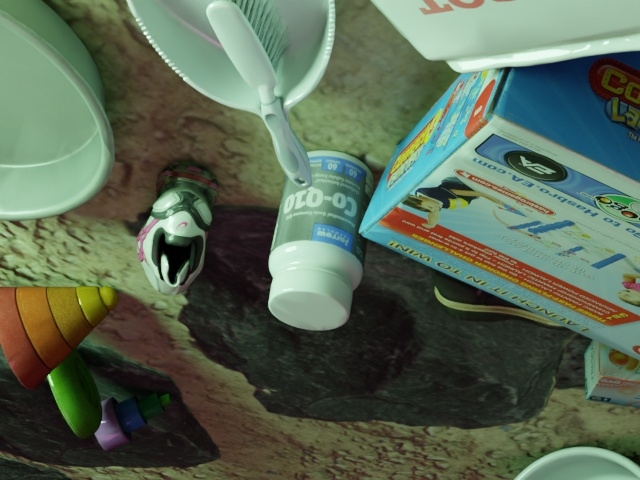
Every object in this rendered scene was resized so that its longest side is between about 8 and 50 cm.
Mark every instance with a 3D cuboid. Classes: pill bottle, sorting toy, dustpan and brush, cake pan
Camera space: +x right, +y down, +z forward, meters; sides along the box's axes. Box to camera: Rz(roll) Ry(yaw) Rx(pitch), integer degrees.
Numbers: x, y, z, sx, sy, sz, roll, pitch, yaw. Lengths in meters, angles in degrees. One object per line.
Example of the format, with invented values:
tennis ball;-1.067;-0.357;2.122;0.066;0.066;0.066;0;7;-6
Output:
pill bottle;0.000;0.000;0.766;0.078;0.137;0.078;6;146;4
sorting toy;-0.262;0.148;1.116;0.126;0.127;0.365;-23;147;-5
dustpan and brush;-0.041;-0.121;0.664;0.147;0.060;0.211;-5;144;20
cake pan;-0.303;-0.120;0.737;0.293;0.054;0.293;6;146;4

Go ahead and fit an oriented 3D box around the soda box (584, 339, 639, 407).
soda box;0.371;0.140;0.957;0.183;0.058;0.063;9;147;2

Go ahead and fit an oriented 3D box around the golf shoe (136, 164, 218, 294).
golf shoe;-0.141;0.011;0.866;0.068;0.086;0.186;12;148;-6

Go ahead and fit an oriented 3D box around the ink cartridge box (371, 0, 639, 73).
ink cartridge box;0.057;-0.244;0.301;0.279;0.160;0.385;4;152;47

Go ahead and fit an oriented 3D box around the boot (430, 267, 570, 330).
boot;0.180;0.012;0.804;0.198;0.076;0.137;-8;138;23

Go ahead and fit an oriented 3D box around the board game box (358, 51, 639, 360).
board game box;0.209;-0.008;0.616;0.308;0.086;0.302;24;166;-5

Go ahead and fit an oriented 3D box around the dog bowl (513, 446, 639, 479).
dog bowl;0.344;0.402;1.169;0.265;0.264;0.104;-23;138;39
